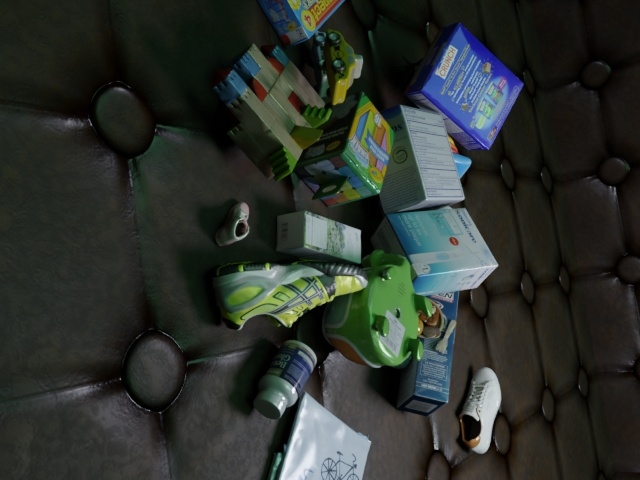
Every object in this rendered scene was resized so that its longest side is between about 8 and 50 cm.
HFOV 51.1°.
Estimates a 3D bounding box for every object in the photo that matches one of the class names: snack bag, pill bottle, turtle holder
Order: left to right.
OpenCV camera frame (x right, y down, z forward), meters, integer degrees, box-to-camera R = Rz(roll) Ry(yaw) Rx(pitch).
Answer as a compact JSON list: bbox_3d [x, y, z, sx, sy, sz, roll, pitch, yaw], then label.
[{"bbox_3d":[-0.083,0.315,1.512,0.094,0.094,0.169,58,41,-24],"label":"pill bottle"},{"bbox_3d":[-0.006,0.569,1.589,0.323,0.037,0.343,45,48,-36],"label":"snack bag"},{"bbox_3d":[0.127,0.164,1.717,0.243,0.227,0.321,13,70,-49],"label":"turtle holder"}]

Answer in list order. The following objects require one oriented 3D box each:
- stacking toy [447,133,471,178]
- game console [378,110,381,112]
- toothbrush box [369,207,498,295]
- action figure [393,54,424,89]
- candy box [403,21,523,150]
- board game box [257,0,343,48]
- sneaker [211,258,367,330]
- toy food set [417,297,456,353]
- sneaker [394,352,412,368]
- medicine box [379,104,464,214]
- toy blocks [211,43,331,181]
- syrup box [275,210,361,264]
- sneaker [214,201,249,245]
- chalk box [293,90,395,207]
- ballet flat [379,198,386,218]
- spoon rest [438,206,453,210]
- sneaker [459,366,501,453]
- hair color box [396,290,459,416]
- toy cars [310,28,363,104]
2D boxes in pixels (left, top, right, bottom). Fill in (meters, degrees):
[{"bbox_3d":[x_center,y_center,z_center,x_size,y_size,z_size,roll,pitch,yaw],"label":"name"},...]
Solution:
[{"bbox_3d":[0.383,-0.333,2.271,0.175,0.166,0.302,14,50,-19],"label":"stacking toy"},{"bbox_3d":[0.177,-0.333,2.097,0.107,0.071,0.122,44,39,5],"label":"game console"},{"bbox_3d":[0.324,0.034,1.926,0.295,0.126,0.216,-4,56,-30],"label":"toothbrush box"},{"bbox_3d":[0.373,-0.520,2.241,0.275,0.141,0.164,41,77,-9],"label":"action figure"},{"bbox_3d":[0.458,-0.485,2.142,0.317,0.122,0.268,35,78,-24],"label":"candy box"},{"bbox_3d":[-0.078,-0.728,1.816,0.302,0.086,0.308,56,42,-25],"label":"board game box"},{"bbox_3d":[-0.066,0.117,1.527,0.384,0.145,0.147,-2,91,-28],"label":"sneaker"},{"bbox_3d":[0.287,0.214,1.864,0.192,0.038,0.132,32,59,2],"label":"toy food set"},{"bbox_3d":[0.209,0.214,1.911,0.122,0.110,0.283,26,57,-36],"label":"sneaker"},{"bbox_3d":[0.277,-0.234,1.991,0.263,0.149,0.290,-5,78,-54],"label":"medicine box"},{"bbox_3d":[-0.134,-0.335,1.581,0.261,0.190,0.381,48,35,-21],"label":"toy blocks"},{"bbox_3d":[0.000,0.000,1.705,0.236,0.096,0.093,18,68,-49],"label":"syrup box"},{"bbox_3d":[-0.180,-0.041,1.506,0.051,0.070,0.134,54,42,-25],"label":"sneaker"},{"bbox_3d":[0.058,-0.214,1.774,0.179,0.180,0.289,44,50,-36],"label":"chalk box"},{"bbox_3d":[0.236,-0.044,2.052,0.079,0.076,0.222,-43,115,-70],"label":"ballet flat"},{"bbox_3d":[0.467,-0.012,2.324,0.276,0.084,0.137,57,42,-24],"label":"spoon rest"},{"bbox_3d":[0.526,0.548,2.224,0.123,0.105,0.290,40,52,-42],"label":"sneaker"},{"bbox_3d":[0.313,0.313,1.945,0.105,0.174,0.347,14,61,-5],"label":"hair color box"},{"bbox_3d":[0.041,-0.450,1.727,0.394,0.087,0.177,-120,-150,-71],"label":"toy cars"}]
